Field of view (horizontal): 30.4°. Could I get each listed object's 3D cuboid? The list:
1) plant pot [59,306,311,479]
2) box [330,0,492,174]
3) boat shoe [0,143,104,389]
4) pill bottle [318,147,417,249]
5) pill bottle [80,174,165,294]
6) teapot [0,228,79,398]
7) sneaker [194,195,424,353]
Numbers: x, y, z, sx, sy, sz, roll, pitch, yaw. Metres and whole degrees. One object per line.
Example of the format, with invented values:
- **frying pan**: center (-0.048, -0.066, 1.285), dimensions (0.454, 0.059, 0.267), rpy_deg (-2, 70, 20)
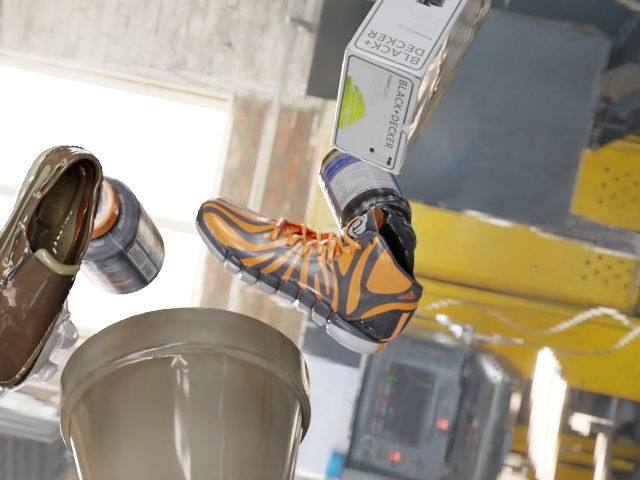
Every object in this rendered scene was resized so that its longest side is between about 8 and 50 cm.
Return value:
- **plant pot**: center (-0.158, 0.289, 1.442), dimensions (0.323, 0.323, 0.280), rpy_deg (101, 165, -44)
- **box**: center (0.117, -0.237, 1.331), dimensions (0.169, 0.087, 0.290), rpy_deg (99, -162, -57)
- **boat shoe**: center (-0.280, 0.025, 1.158), dimensions (0.095, 0.095, 0.257), rpy_deg (4, 77, 57)
- **pill bottle**: center (0.081, -0.058, 1.955), dimensions (0.219, 0.123, 0.122), rpy_deg (-113, 26, -45)
- **pill bottle**: center (-0.305, -0.014, 1.668), dimensions (0.245, 0.131, 0.130), rpy_deg (75, -155, -71)
- **teapot**: center (-0.425, 0.117, 1.590), dimensions (0.256, 0.187, 0.252), rpy_deg (-49, 4, -36)
- **sneaker**: center (0.000, 0.000, 1.573), dimensions (0.180, 0.321, 0.124), rpy_deg (-55, 7, 32)
